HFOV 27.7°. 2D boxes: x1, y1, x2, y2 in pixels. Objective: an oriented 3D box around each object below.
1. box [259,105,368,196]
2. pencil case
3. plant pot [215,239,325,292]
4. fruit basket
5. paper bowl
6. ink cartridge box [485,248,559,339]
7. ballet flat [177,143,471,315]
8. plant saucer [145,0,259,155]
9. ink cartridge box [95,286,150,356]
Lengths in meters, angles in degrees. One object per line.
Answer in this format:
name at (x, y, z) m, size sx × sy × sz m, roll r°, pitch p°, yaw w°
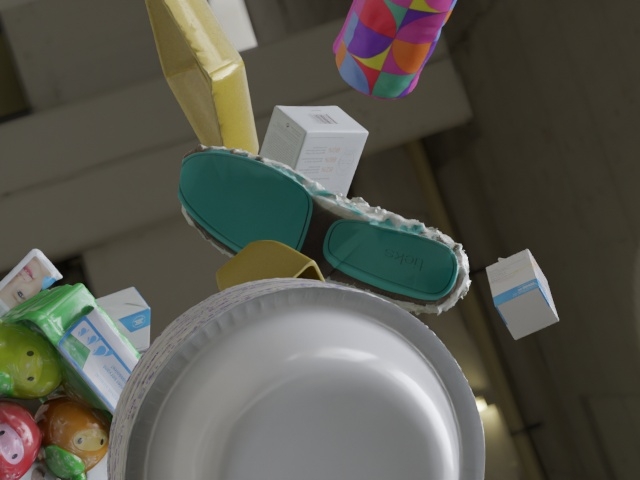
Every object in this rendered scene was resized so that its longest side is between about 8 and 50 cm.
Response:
box at (-0.022, -0.118, 2.045) m, size 0.091 × 0.130 × 0.170 m, roll 43°, pitch -56°, yaw 39°
pencil case at (0.084, -0.249, 1.263) m, size 0.104 × 0.104 × 0.236 m, roll 65°, pitch -31°, yaw 35°
plant pot at (-0.048, 0.048, 1.177) m, size 0.083 × 0.081 × 0.081 m, roll 36°, pitch -18°, yaw 40°
fruit basket at (-0.385, 0.239, 1.732) m, size 0.165 × 0.353 × 0.327 m, roll -15°, pitch -62°, yaw 41°
paper bowl at (-0.010, 0.172, 0.977) m, size 0.148 × 0.284 × 0.284 m, roll -177°, pitch -112°, yaw -73°
ink cartridge box at (0.368, 0.092, 2.379) m, size 0.092 × 0.090 × 0.143 m, roll 56°, pitch 17°, yaw -30°
ballet flat at (0.000, 0.000, 1.709) m, size 0.147 × 0.409 × 0.147 m, roll 24°, pitch 90°, yaw -82°
plant saucer at (-0.198, -0.290, 2.210) m, size 0.333 × 0.081 × 0.333 m, roll 59°, pitch -13°, yaw 31°
ink cartridge box at (-0.324, 0.170, 2.022) m, size 0.060 × 0.104 × 0.180 m, roll 45°, pitch -38°, yaw 37°
